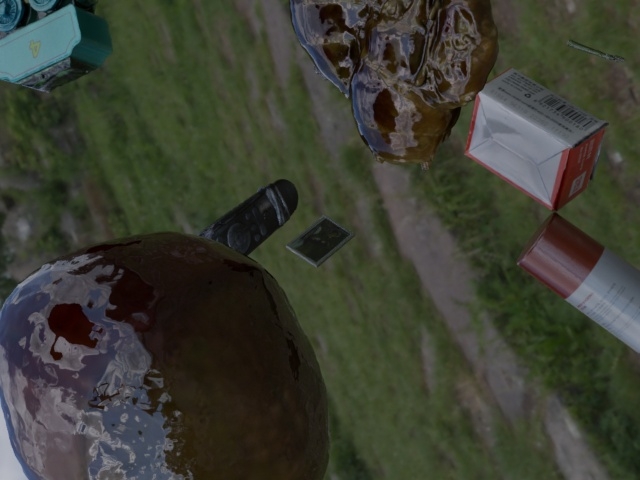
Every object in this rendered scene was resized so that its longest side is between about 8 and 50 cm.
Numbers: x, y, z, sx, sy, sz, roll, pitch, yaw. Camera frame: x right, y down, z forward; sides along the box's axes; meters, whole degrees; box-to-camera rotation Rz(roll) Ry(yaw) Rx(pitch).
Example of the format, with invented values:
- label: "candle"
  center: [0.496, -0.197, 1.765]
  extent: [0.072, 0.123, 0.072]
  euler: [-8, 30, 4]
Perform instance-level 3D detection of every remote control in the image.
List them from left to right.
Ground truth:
- label: "remote control"
  center: [-0.137, -0.030, 1.843]
  extent: [0.066, 0.266, 0.090]
  euler: [6, 124, 38]

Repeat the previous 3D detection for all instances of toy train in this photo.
- label: "toy train"
  center: [-0.419, -0.317, 1.553]
  extent: [0.107, 0.197, 0.155]
  euler: [8, -115, -65]

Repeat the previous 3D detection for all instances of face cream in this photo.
- label: "face cream"
  center: [0.390, 0.058, 1.421]
  extent: [0.214, 0.096, 0.096]
  euler: [36, 168, 4]

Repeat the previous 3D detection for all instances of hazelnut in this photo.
- label: "hazelnut"
  center: [-0.188, 0.181, 1.176]
  extent: [0.420, 0.353, 0.421]
  euler: [21, 160, 8]

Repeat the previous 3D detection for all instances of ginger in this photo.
- label: "ginger"
  center: [0.076, -0.274, 1.235]
  extent: [0.358, 0.152, 0.274]
  euler: [59, 155, 10]

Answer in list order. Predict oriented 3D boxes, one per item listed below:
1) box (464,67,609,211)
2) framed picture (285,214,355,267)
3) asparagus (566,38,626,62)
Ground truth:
- label: "box"
  center: [0.313, -0.149, 1.466]
  extent: [0.182, 0.099, 0.133]
  euler: [37, 146, 30]
- label: "framed picture"
  center: [0.000, 0.000, 1.535]
  extent: [0.066, 0.089, 0.007]
  euler: [34, 146, 28]
- label: "asparagus"
  center: [0.526, -0.360, 1.922]
  extent: [0.015, 0.114, 0.014]
  euler: [41, -110, -82]
